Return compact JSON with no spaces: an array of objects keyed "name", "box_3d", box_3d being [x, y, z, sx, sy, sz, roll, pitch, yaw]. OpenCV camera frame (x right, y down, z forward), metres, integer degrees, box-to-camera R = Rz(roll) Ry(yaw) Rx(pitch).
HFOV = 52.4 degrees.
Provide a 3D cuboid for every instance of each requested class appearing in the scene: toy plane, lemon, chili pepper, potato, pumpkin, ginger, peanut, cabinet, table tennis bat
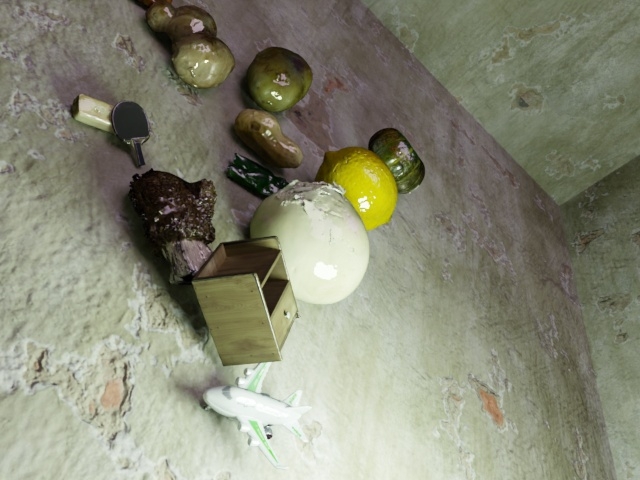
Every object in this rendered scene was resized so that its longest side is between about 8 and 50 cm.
[{"name":"toy plane","box_3d":[-0.136,0.346,1.334,0.255,0.101,0.251,21,43,-34]},{"name":"lemon","box_3d":[0.109,-0.158,2.002,0.267,0.267,0.267,32,37,-28]},{"name":"chili pepper","box_3d":[-0.171,-0.174,1.839,0.224,0.061,0.098,27,46,-36]},{"name":"potato","box_3d":[-0.137,-0.525,2.122,0.210,0.173,0.307,44,30,-16]},{"name":"pumpkin","box_3d":[0.263,-0.285,2.392,0.260,0.189,0.260,52,9,-12]},{"name":"ginger","box_3d":[-0.378,-0.585,1.918,0.245,0.155,0.304,-14,61,-48]},{"name":"peanut","box_3d":[-0.150,-0.299,1.932,0.236,0.120,0.110,37,-4,-12]},{"name":"cabinet","box_3d":[-0.147,0.128,1.395,0.174,0.148,0.215,-64,144,-61]},{"name":"table tennis bat","box_3d":[-0.446,-0.256,1.549,0.095,0.014,0.158,-17,97,-44]}]

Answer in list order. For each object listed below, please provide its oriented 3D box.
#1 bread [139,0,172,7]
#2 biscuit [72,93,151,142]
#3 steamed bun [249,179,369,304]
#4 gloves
[{"name":"bread","box_3d":[-0.537,-0.780,1.979,0.193,0.064,0.193,28,46,-33]},{"name":"biscuit","box_3d":[-0.496,-0.285,1.549,0.188,0.052,0.056,19,61,-40]},{"name":"steamed bun","box_3d":[0.000,0.000,1.699,0.334,0.233,0.311,-5,61,-43]},{"name":"gloves","box_3d":[-0.314,-0.042,1.457,0.210,0.135,0.312,-16,71,-52]}]
